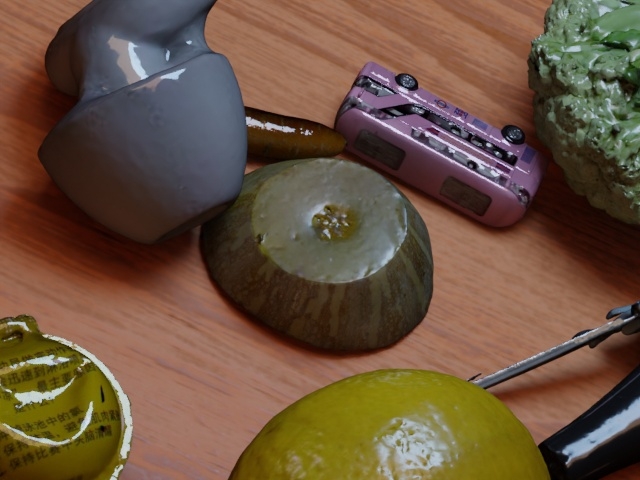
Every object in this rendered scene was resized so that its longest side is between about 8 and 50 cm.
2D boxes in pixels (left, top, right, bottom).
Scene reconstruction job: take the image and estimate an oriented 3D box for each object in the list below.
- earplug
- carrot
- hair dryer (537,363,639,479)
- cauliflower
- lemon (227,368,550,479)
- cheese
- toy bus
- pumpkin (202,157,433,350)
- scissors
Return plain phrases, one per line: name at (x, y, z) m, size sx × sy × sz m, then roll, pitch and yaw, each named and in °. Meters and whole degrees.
earplug at (-0.145, -0.146, 1.733) m, size 0.175 × 0.214 × 0.325 m, roll 31°, pitch 44°, yaw -32°
carrot at (-0.043, -0.096, 1.817) m, size 0.139 × 0.048 × 0.048 m, roll 9°, pitch 49°, yaw -13°
hair dryer at (0.355, 0.101, 1.612) m, size 0.304 × 0.359 × 0.120 m, roll -23°, pitch 85°, yaw -27°
cauliflower at (0.327, -0.143, 1.847) m, size 0.275 × 0.250 × 0.272 m, roll 51°, pitch 28°, yaw -3°
lemon at (0.049, 0.212, 1.471) m, size 0.263 × 0.236 × 0.236 m, roll -33°, pitch 67°, yaw -15°
cheese at (-0.203, 0.171, 1.520) m, size 0.157 × 0.064 × 0.250 m, roll -16°, pitch 68°, yaw -30°
toy bus at (0.113, -0.089, 1.862) m, size 0.203 × 0.063 × 0.090 m, roll 29°, pitch 48°, yaw 3°
pumpkin at (0.011, -0.011, 1.733) m, size 0.217 × 0.110 × 0.217 m, roll 10°, pitch 53°, yaw -13°
scissors at (0.257, 0.073, 1.743) m, size 0.360 × 0.191 × 0.029 m, roll -20°, pitch 78°, yaw -15°
